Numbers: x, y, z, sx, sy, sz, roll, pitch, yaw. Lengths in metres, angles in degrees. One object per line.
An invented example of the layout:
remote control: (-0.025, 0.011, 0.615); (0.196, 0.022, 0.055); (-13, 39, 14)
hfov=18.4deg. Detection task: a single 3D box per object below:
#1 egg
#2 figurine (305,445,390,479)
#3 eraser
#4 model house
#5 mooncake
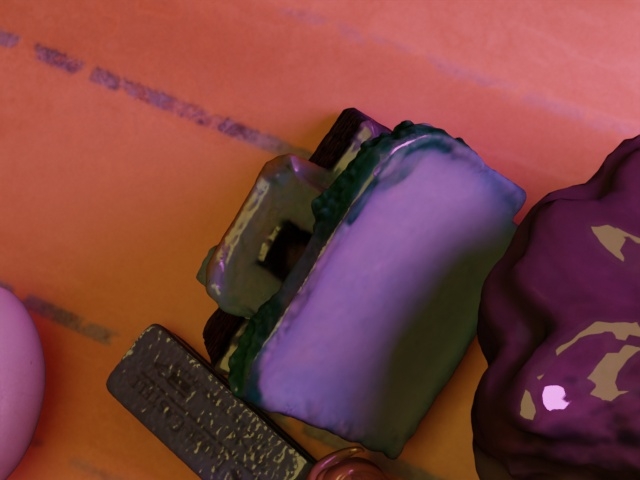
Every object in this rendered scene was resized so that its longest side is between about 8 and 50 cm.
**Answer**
egg: (-0.332, 0.141, 1.833); (0.151, 0.151, 0.209); (15, 86, 21)
figurine: (0.045, 0.258, 1.703); (0.126, 0.114, 0.157); (-40, 56, 52)
eraser: (-0.093, 0.174, 1.802); (0.225, 0.036, 0.082); (41, 97, 19)
model house: (0.000, 0.000, 1.709); (0.249, 0.230, 0.280); (37, 96, 44)
mooncake: (0.310, 0.090, 1.542); (0.381, 0.212, 0.351); (13, 66, 16)
